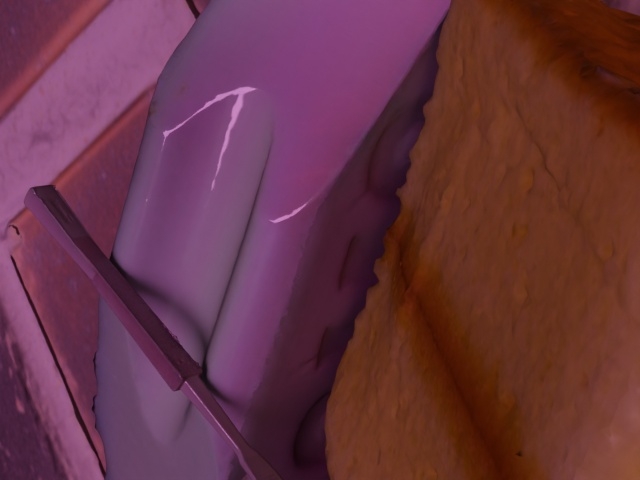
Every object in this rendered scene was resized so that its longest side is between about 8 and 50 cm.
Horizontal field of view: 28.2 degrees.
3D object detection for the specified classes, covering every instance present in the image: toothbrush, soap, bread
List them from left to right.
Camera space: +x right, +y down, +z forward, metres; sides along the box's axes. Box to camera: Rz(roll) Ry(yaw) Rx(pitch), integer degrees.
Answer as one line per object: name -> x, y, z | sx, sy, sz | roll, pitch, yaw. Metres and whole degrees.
toothbrush -> -0.069, 0.046, 0.542 | 0.194, 0.014, 0.017 | 50, 124, 20
soap -> 0.000, 0.000, 0.612 | 0.109, 0.193, 0.324 | 35, 116, 31
bread -> 0.213, 0.069, 0.469 | 0.245, 0.362, 0.233 | -109, 32, -62
